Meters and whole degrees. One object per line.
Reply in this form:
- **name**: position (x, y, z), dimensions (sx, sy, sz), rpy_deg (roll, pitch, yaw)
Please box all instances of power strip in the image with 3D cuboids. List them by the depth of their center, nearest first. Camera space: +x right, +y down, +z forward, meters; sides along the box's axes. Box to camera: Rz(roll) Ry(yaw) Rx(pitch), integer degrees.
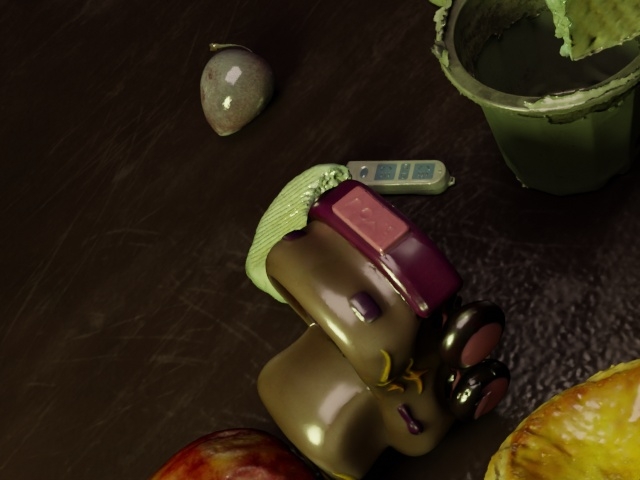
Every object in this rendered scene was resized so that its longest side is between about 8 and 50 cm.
- **power strip**: position (0.100, -0.091, 1.303), dimensions (0.191, 0.030, 0.048), rpy_deg (1, 59, 25)

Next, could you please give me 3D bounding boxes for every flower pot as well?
- **flower pot**: position (0.309, -0.204, 1.136), dimensions (0.290, 0.259, 0.290), rpy_deg (-12, 54, 17)

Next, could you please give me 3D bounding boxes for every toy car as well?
- **toy car**: position (0.038, 0.115, 0.998), dimensions (0.240, 0.341, 0.271), rpy_deg (-37, 50, -12)

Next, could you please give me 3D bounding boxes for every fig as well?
- **fig**: position (-0.112, 0.330, 1.015), dimensions (0.263, 0.224, 0.224), rpy_deg (-26, 52, 11)

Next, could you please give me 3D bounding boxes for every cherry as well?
- **cherry**: position (-0.160, -0.250, 1.490), dimensions (0.188, 0.115, 0.148), rpy_deg (14, 105, 39)

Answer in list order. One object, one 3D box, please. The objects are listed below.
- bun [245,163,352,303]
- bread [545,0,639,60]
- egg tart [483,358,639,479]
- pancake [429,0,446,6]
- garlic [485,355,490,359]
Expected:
- **bun**: position (0.000, 0.000, 1.228), dimensions (0.204, 0.126, 0.212), rpy_deg (-16, 43, 48)
- **bread**: position (0.306, -0.262, 0.935), dimensions (0.232, 0.172, 0.064), rpy_deg (3, 47, -28)
- **egg tart**: position (0.319, 0.241, 0.894), dimensions (0.319, 0.128, 0.319), rpy_deg (-30, 18, 11)
- **pancake**: position (0.270, -0.466, 1.467), dimensions (0.253, 0.037, 0.254), rpy_deg (-12, 54, 17)
- **garlic**: position (0.179, 0.119, 1.119), dimensions (0.041, 0.053, 0.083), rpy_deg (-41, 52, 26)
